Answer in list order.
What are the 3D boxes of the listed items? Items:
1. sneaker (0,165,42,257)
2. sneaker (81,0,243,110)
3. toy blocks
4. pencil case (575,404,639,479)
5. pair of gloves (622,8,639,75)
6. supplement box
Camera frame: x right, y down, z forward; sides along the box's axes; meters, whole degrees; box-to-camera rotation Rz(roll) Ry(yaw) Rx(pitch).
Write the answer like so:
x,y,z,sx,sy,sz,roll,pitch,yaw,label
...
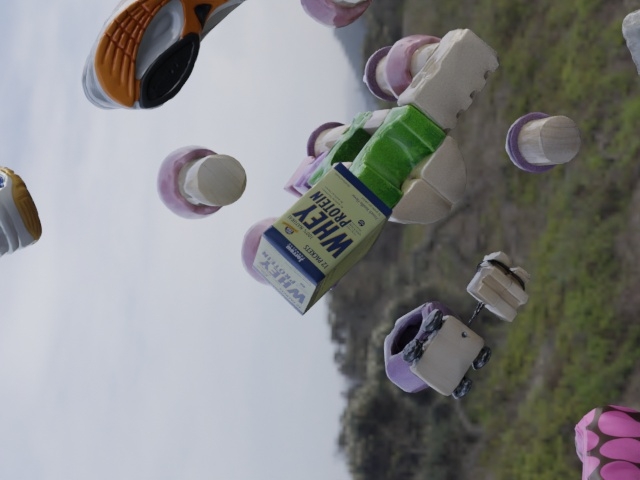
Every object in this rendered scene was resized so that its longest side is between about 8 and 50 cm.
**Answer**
x,y,z,sx,sy,sz,roll,pitch,yaw,label
-0.407,-0.012,1.252,0.131,0.296,0.111,-34,-73,-37,sneaker
-0.119,-0.214,1.073,0.262,0.099,0.121,-49,20,-21,sneaker
0.037,-0.062,1.144,0.288,0.309,0.260,-54,14,-9,toy blocks
0.288,0.235,1.204,0.209,0.098,0.095,-60,-17,-70,pencil case
0.224,-0.025,0.547,0.204,0.042,0.240,109,137,-83,pair of gloves
0.000,0.000,0.943,0.083,0.056,0.083,-44,-9,-20,supplement box
